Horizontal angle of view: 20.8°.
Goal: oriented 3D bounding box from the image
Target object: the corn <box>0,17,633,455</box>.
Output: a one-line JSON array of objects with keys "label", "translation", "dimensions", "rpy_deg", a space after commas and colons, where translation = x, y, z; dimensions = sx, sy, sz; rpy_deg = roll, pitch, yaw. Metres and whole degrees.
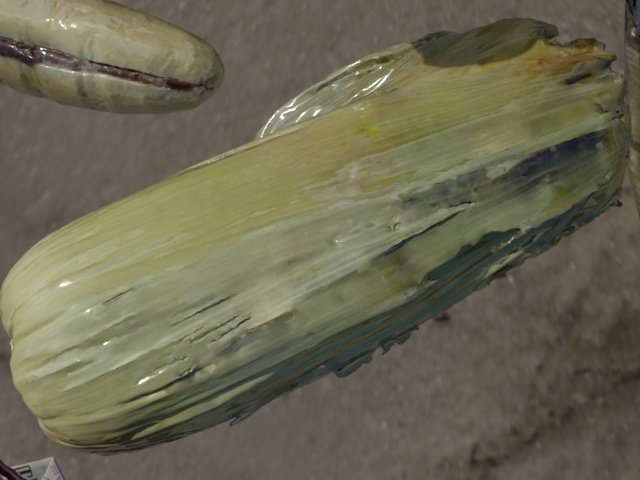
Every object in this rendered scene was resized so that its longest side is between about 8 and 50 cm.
[{"label": "corn", "translation": [-0.001, -0.002, 0.806], "dimensions": [0.305, 0.123, 0.122], "rpy_deg": [-27, 99, -3]}]

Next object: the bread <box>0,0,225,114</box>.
[{"label": "bread", "translation": [-0.156, -0.107, 0.950], "dimensions": [0.214, 0.053, 0.073], "rpy_deg": [15, 152, 18]}]

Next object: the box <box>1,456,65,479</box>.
[{"label": "box", "translation": [-0.259, 0.237, 1.504], "dimensions": [0.050, 0.036, 0.117], "rpy_deg": [-11, 145, -36]}]

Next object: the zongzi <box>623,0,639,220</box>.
[{"label": "zongzi", "translation": [0.306, -0.118, 1.438], "dimensions": [0.138, 0.300, 0.286], "rpy_deg": [-2, 116, 21]}]

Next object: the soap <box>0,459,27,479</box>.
[{"label": "soap", "translation": [-0.165, 0.133, 0.760], "dimensions": [0.250, 0.162, 0.099], "rpy_deg": [32, 80, 25]}]
